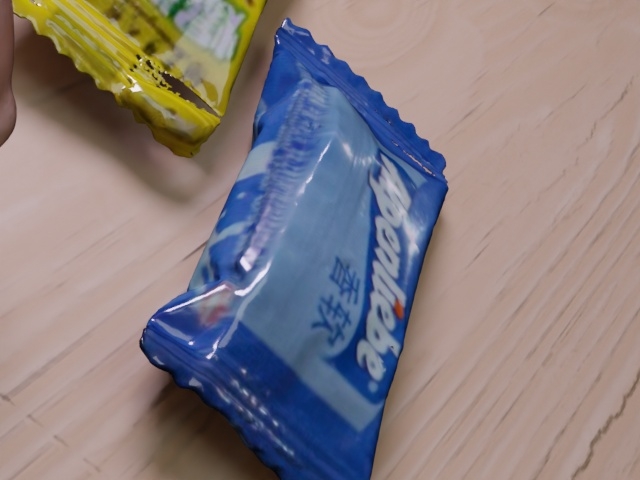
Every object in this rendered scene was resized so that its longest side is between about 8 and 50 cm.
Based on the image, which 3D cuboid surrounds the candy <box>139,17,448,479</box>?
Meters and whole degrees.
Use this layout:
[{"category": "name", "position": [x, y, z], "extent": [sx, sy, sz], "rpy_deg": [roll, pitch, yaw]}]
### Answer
[{"category": "candy", "position": [0.000, 0.000, 0.766], "extent": [0.187, 0.077, 0.331], "rpy_deg": [42, 45, -25]}]

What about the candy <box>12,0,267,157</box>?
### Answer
[{"category": "candy", "position": [-0.100, -0.202, 0.789], "extent": [0.187, 0.081, 0.297], "rpy_deg": [38, 46, -20]}]

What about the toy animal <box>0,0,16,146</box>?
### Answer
[{"category": "toy animal", "position": [-0.248, -0.113, 0.548], "extent": [0.198, 0.171, 0.171], "rpy_deg": [29, 32, 31]}]
